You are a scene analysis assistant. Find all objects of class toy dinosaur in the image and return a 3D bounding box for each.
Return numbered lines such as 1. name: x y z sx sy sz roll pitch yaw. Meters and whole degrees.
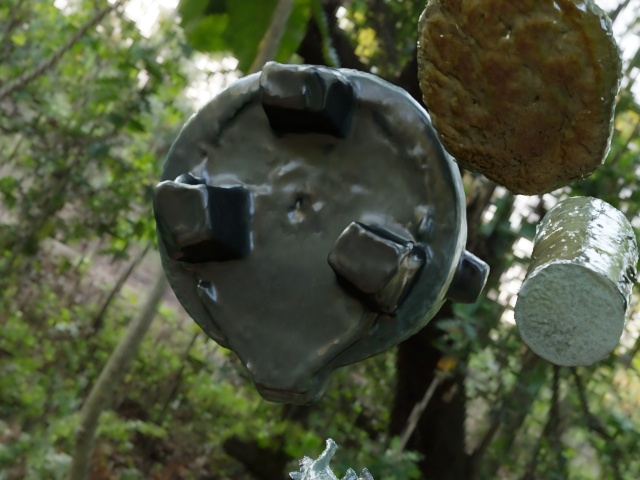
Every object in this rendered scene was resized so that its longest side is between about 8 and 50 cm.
1. toy dinosaur: 0.014 0.238 1.128 0.039 0.082 0.209 62 -16 -20

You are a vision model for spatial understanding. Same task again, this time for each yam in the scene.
1. yam: 0.120 0.017 0.578 0.054 0.054 0.132 28 19 7

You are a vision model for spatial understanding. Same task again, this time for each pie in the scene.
1. pie: 0.156 -0.124 0.956 0.163 0.079 0.193 13 -55 39

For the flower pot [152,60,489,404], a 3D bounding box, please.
1. flower pot: 0.000 0.000 1.132 0.299 0.299 0.283 27 -2 16
